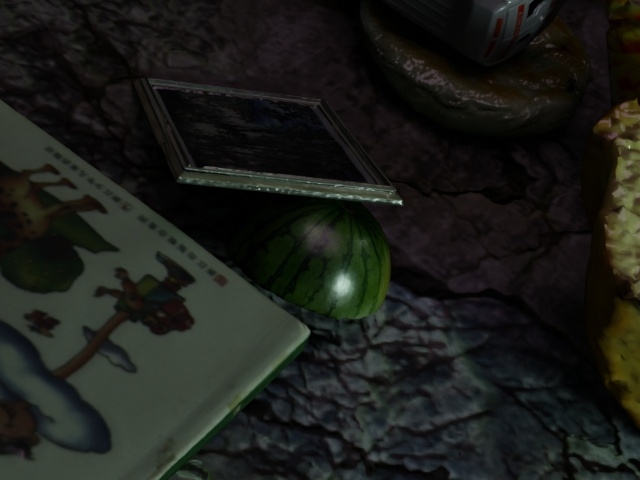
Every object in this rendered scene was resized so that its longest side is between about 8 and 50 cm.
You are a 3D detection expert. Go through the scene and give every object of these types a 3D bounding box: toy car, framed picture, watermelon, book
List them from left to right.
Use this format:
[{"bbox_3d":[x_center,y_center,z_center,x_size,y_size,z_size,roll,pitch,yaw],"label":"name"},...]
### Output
[{"bbox_3d":[-0.206,0.072,0.834,0.260,0.043,0.371,36,45,12],"label":"book"},{"bbox_3d":[-0.038,-0.067,1.006,0.142,0.011,0.183,5,22,-18],"label":"framed picture"},{"bbox_3d":[0.000,0.000,0.965,0.105,0.062,0.105,21,25,-10],"label":"watermelon"},{"bbox_3d":[0.076,-0.214,1.135,0.209,0.089,0.108,37,53,17],"label":"toy car"}]

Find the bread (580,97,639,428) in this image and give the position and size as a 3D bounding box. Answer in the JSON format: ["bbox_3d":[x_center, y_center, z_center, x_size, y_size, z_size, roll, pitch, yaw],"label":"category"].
[{"bbox_3d":[0.300,0.061,0.948,0.340,0.179,0.194,16,47,2],"label":"bread"}]

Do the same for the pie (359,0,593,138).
[{"bbox_3d":[0.115,-0.144,1.173,0.186,0.041,0.187,11,44,-11],"label":"pie"}]

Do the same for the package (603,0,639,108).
[{"bbox_3d":[0.284,-0.097,1.096,0.223,0.108,0.288,-2,91,-18],"label":"package"}]
